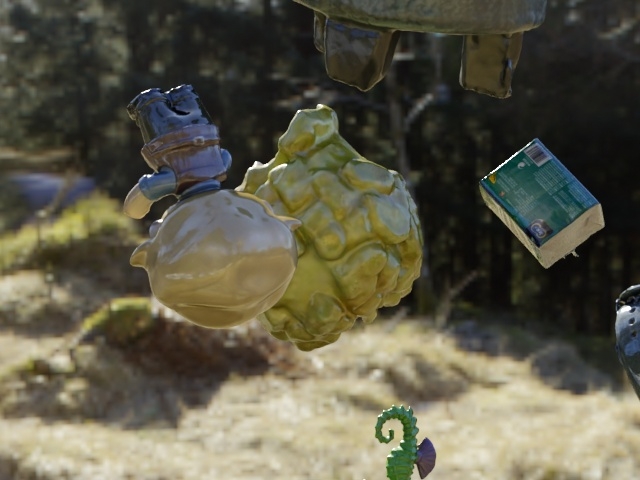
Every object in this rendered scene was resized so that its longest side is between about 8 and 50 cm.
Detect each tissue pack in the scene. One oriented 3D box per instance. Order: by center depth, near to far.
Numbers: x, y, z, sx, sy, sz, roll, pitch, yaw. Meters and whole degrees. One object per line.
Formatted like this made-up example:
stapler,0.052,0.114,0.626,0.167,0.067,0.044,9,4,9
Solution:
tissue pack,0.239,-0.034,1.573,0.085,0.079,0.111,-36,56,-4

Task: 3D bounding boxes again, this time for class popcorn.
popcorn,-0.005,-0.011,1.450,0.181,0.217,0.235,-25,-1,-21

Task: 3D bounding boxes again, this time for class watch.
watch,0.437,0.154,1.799,0.068,0.193,0.206,-23,-22,33

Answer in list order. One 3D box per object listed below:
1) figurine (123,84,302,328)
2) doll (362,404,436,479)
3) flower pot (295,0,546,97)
figurine,-0.095,-0.026,1.134,0.114,0.196,0.108,-9,-27,-41
doll,0.112,0.331,2.105,0.115,0.190,0.050,5,-2,-25
flower pot,0.114,-0.304,1.537,0.299,0.283,0.299,6,16,-2
